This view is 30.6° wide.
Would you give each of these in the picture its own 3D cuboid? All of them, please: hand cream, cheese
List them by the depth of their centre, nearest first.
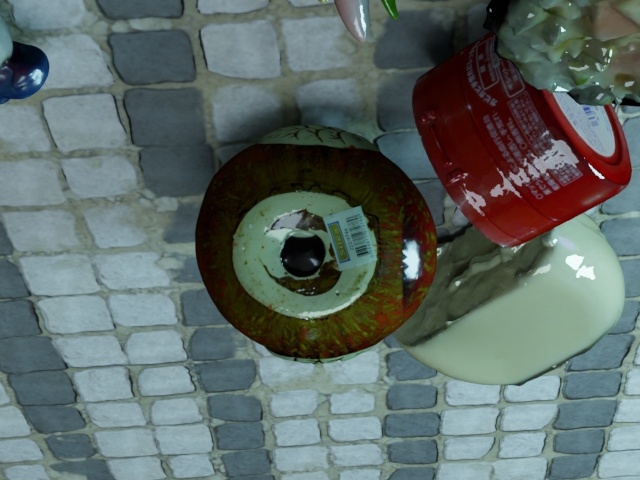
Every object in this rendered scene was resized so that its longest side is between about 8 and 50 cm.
[{"bbox_3d":[0.187,-0.101,1.073,0.125,0.193,0.193,-29,135,31],"label":"hand cream"},{"bbox_3d":[0.208,0.056,1.329,0.233,0.127,0.266,32,128,-32],"label":"cheese"}]

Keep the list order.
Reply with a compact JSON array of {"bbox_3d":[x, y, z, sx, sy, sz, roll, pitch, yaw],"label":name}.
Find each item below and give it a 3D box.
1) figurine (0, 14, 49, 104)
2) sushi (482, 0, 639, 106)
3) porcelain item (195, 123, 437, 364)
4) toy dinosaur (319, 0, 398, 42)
[{"bbox_3d":[-0.302,-0.195,0.931,0.283,0.204,0.338,-26,157,-11],"label":"figurine"},{"bbox_3d":[0.286,-0.261,0.829,0.328,0.285,0.329,3,163,1],"label":"sushi"},{"bbox_3d":[0.000,0.000,1.208,0.253,0.253,0.253,-2,142,-1],"label":"porcelain item"},{"bbox_3d":[-0.010,-0.236,0.933,0.177,0.152,0.194,-24,131,37],"label":"toy dinosaur"}]
